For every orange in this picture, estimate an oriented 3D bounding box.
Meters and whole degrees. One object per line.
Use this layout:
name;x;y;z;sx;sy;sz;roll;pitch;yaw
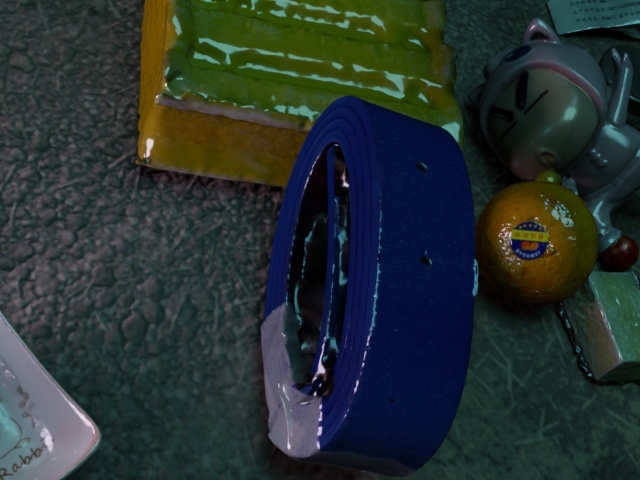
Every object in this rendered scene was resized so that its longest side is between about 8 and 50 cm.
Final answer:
orange;0.231;0.002;1.300;0.135;0.117;0.136;0;88;13

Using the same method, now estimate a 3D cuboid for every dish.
dish;-0.304;0.143;1.018;0.151;0.077;0.212;-33;75;-34

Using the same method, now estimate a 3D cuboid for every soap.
soap;-0.029;-0.203;1.316;0.335;0.156;0.293;6;52;-19

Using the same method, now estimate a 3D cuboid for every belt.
belt;0.040;0.039;1.127;0.117;0.212;0.347;16;64;-28

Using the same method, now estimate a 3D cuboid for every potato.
potato;0.318;0.093;1.317;0.086;0.061;0.122;-1;59;-26

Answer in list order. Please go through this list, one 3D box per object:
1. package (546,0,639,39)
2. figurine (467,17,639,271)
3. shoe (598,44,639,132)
package;0.414;-0.368;1.668;0.250;0.062;0.204;-3;58;-19
figurine;0.302;-0.112;1.387;0.287;0.176;0.186;49;31;-3
shoe;0.451;-0.150;1.514;0.275;0.098;0.103;24;60;-8
